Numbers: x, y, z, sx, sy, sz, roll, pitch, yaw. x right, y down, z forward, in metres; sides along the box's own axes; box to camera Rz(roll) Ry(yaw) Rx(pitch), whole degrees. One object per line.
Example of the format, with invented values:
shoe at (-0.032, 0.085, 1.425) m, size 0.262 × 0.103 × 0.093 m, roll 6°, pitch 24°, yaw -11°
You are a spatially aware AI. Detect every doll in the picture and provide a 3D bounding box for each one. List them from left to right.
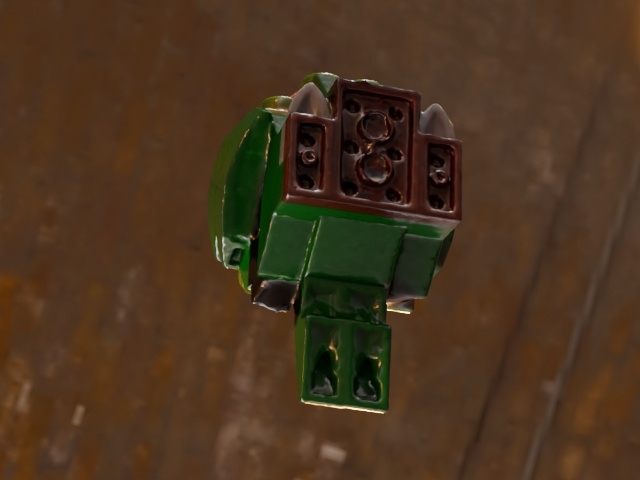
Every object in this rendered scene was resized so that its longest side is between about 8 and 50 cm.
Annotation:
doll at (0.001, -0.009, 0.838) m, size 0.106 × 0.186 × 0.134 m, roll 6°, pitch -84°, yaw -14°
